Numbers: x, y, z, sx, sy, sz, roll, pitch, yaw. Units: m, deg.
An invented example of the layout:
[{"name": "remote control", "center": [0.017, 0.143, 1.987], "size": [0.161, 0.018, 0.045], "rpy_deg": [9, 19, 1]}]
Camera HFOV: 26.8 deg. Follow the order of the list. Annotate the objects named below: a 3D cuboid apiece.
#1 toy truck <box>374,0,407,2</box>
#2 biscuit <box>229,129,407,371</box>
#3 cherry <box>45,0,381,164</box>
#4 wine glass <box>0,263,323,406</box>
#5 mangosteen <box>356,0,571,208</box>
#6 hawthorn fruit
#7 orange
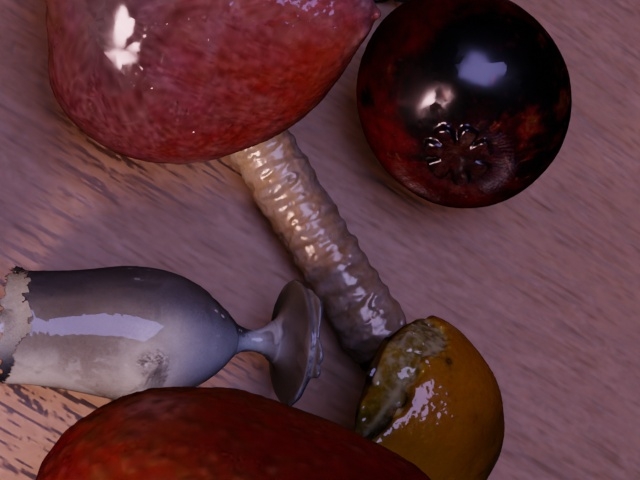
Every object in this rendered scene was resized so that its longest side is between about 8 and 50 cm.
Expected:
[{"name": "toy truck", "center": [-0.004, -0.251, 1.097], "size": [0.201, 0.088, 0.074], "rpy_deg": [5, 74, -20]}, {"name": "biscuit", "center": [0.000, 0.000, 1.053], "size": [0.055, 0.061, 0.219], "rpy_deg": [-33, 90, -46]}, {"name": "cherry", "center": [-0.085, -0.172, 0.967], "size": [0.239, 0.206, 0.239], "rpy_deg": [-2, 104, -8]}, {"name": "wine glass", "center": [-0.117, 0.069, 0.969], "size": [0.222, 0.103, 0.103], "rpy_deg": [4, 76, -20]}, {"name": "mangosteen", "center": [0.118, -0.125, 1.080], "size": [0.200, 0.200, 0.200], "rpy_deg": [5, 76, -20]}, {"name": "hawthorn fruit", "center": [-0.017, 0.237, 0.836], "size": [0.369, 0.285, 0.285], "rpy_deg": [5, 72, 18]}, {"name": "orange", "center": [0.078, 0.138, 0.986], "size": [0.112, 0.170, 0.160], "rpy_deg": [23, 102, 5]}]
